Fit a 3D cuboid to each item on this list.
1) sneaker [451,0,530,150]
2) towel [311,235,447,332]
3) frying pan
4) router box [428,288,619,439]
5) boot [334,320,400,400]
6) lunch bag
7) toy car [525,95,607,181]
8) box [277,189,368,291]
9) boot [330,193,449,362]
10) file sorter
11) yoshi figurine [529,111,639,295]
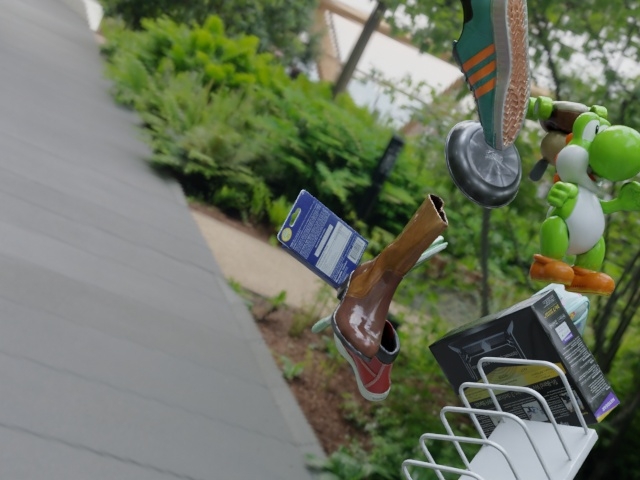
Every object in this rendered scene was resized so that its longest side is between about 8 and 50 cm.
[{"bbox_3d":[0.304,-0.314,1.651,0.121,0.302,0.108,14,27,37],"label":"sneaker"},{"bbox_3d":[0.145,0.107,2.247,0.038,0.325,0.248,56,33,7],"label":"towel"},{"bbox_3d":[0.371,-0.209,1.914,0.197,0.326,0.053,39,-32,-13],"label":"frying pan"},{"bbox_3d":[0.381,0.255,1.753,0.081,0.309,0.243,-28,87,-38],"label":"router box"},{"bbox_3d":[0.104,0.202,1.984,0.088,0.176,0.244,-5,39,-20],"label":"boot"},{"bbox_3d":[0.466,0.220,2.021,0.108,0.279,0.224,46,-24,31],"label":"lunch bag"},{"bbox_3d":[0.537,-0.219,2.056,0.155,0.188,0.149,9,6,-5],"label":"toy car"},{"bbox_3d":[0.000,0.000,2.060,0.225,0.136,0.036,39,-22,-31],"label":"box"},{"bbox_3d":[0.147,0.068,1.686,0.096,0.280,0.264,39,23,-10],"label":"boot"},{"bbox_3d":[0.294,0.350,1.526,0.192,0.277,0.173,-3,-58,48],"label":"file sorter"},{"bbox_3d":[0.538,-0.080,1.785,0.203,0.362,0.203,9,-7,18],"label":"yoshi figurine"}]
